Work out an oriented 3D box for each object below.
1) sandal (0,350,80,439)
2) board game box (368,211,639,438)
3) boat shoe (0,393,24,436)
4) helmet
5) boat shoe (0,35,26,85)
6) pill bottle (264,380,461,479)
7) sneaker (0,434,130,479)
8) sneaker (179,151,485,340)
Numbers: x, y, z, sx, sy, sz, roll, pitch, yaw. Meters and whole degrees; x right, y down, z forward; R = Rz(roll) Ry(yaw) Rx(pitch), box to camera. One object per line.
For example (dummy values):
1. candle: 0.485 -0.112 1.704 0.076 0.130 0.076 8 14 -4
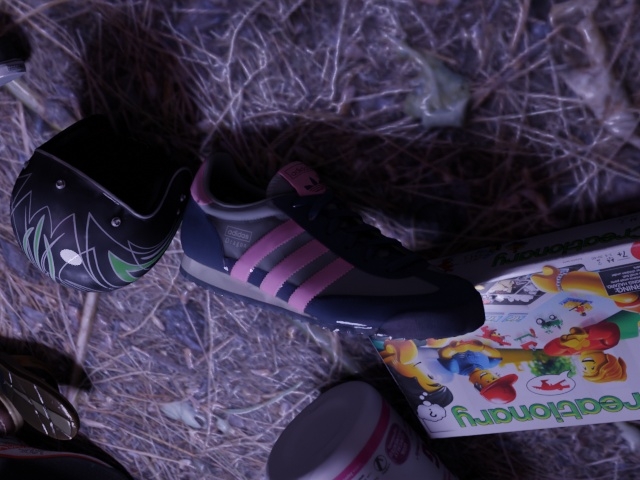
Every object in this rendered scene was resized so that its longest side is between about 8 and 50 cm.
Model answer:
1. sandal: -0.411 0.197 1.215 0.219 0.060 0.090 25 129 27
2. board game box: 0.199 0.091 0.819 0.305 0.053 0.193 -15 117 35
3. boat shoe: -0.612 0.242 1.301 0.342 0.123 0.123 17 132 13
4. helmet: -0.220 -0.029 0.851 0.169 0.161 0.169 20 134 22
5. boat shoe: -0.359 -0.173 0.900 0.142 0.049 0.040 -13 100 32
6. pill bottle: 0.085 0.308 0.977 0.160 0.160 0.283 -29 109 40
7. sneaker: -0.425 0.348 1.326 0.270 0.090 0.145 13 179 -19
8. sneaker: 0.000 0.000 0.786 0.319 0.112 0.131 13 106 28
